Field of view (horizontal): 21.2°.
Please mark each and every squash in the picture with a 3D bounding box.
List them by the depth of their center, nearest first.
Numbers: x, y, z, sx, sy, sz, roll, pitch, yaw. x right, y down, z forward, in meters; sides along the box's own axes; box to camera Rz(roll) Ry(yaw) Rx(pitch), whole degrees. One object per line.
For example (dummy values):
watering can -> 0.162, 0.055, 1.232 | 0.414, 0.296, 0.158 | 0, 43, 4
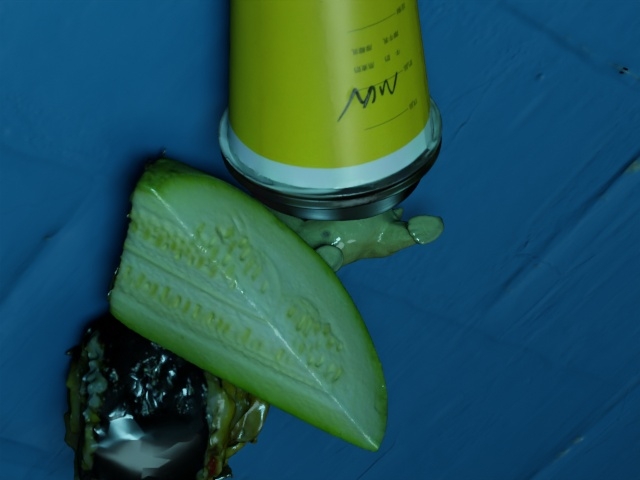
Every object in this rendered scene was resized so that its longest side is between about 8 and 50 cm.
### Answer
squash -> -0.038, 0.043, 1.550 | 0.289, 0.111, 0.203 | 25, 137, 5

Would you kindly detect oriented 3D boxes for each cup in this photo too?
cup -> 0.003, -0.163, 1.412 | 0.196, 0.196, 0.279 | -17, 132, -14

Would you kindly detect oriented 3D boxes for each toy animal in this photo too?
toy animal -> 0.000, 0.000, 1.666 | 0.219, 0.103, 0.101 | -20, 164, -16

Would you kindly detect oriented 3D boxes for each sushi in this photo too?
sushi -> -0.147, 0.162, 1.679 | 0.204, 0.213, 0.200 | 4, 155, -15
